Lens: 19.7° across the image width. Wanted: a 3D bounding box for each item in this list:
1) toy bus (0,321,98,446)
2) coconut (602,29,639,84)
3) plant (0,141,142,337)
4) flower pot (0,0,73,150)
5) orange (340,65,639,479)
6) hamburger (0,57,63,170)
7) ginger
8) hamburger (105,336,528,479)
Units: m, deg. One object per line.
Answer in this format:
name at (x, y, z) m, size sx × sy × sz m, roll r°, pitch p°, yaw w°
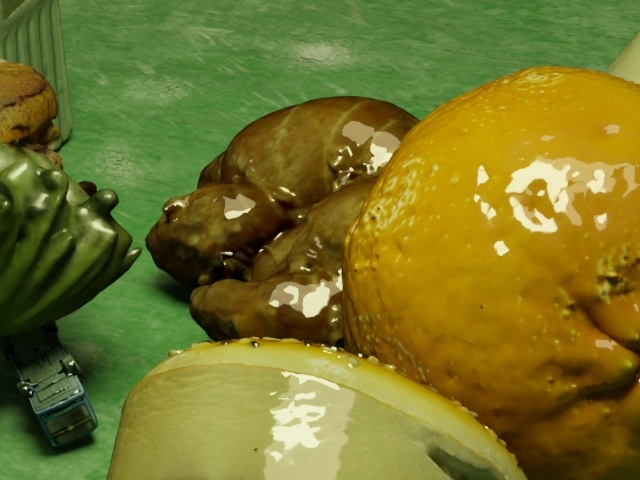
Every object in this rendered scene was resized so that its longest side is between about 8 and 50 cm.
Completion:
toy bus at (-0.224, 0.108, 1.504) m, size 0.051 × 0.061 × 0.153 m, roll -28°, pitch 36°, yaw -8°
coconut at (0.331, -0.074, 1.652) m, size 0.227 × 0.230 × 0.227 m, roll 24°, pitch 31°, yaw -16°
plant at (-0.302, 0.052, 1.477) m, size 0.251 × 0.333 × 0.180 m, roll 22°, pitch 17°, yaw -29°
flower pot at (-0.371, -0.171, 1.836) m, size 0.209 × 0.189 × 0.239 m, roll 11°, pitch 33°, yaw 19°
orange at (0.187, 0.044, 1.343) m, size 0.341 × 0.340 × 0.293 m, roll -8°, pitch 11°, yaw -11°
hamburger at (-0.361, -0.058, 1.635) m, size 0.261 × 0.211 × 0.245 m, roll -18°, pitch 32°, yaw -32°
ginger at (-0.001, -0.006, 1.615) m, size 0.274 × 0.152 × 0.357 m, roll -29°, pitch 37°, yaw -7°
hamburger at (-0.001, 0.183, 1.190) m, size 0.300 × 0.300 × 0.176 m, roll 13°, pitch 51°, yaw 21°
